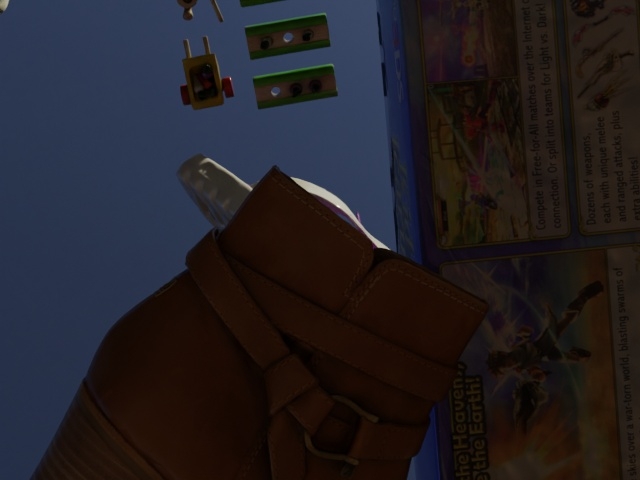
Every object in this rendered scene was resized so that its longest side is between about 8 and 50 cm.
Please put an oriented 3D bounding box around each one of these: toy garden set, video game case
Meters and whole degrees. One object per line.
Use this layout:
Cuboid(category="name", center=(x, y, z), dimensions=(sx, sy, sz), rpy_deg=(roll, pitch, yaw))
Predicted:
Cuboid(category="toy garden set", center=(-0.094, -0.282, 1.342), dimensions=(0.204, 0.049, 0.244), rpy_deg=(-9, -69, 0))
Cuboid(category="video game case", center=(0.154, -0.015, 0.455), dimensions=(0.244, 0.061, 0.269), rpy_deg=(-5, -86, -7))

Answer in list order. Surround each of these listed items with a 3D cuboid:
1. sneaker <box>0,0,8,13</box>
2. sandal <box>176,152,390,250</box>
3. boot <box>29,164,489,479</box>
Cuboid(category="sneaker", center=(-0.258, -0.266, 0.870), dimensions=(0.071, 0.083, 0.190), rpy_deg=(11, -90, -39))
Cuboid(category="sandal", center=(-0.004, -0.008, 1.142), dimensions=(0.416, 0.169, 0.102), rpy_deg=(34, -105, 33))
Cuboid(category="boot", center=(0.013, 0.083, 0.364), dimensions=(0.197, 0.073, 0.152), rpy_deg=(36, -90, -15))
